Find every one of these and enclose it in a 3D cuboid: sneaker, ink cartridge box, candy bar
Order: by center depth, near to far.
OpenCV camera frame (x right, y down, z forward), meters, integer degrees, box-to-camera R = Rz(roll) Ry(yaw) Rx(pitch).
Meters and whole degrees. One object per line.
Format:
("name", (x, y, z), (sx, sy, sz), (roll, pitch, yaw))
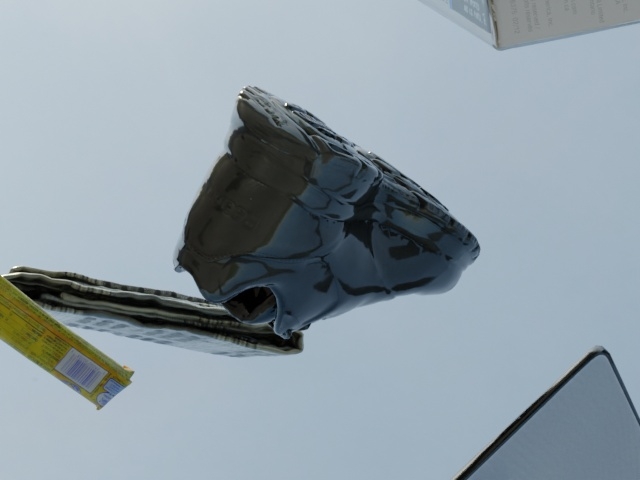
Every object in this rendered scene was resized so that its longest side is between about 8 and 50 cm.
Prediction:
("ink cartridge box", (0.163, -0.159, 0.834), (0.208, 0.206, 0.045), (-10, -71, -9))
("sneaker", (0.000, 0.000, 0.932), (0.109, 0.286, 0.130), (38, -83, 32))
("candy bar", (-0.184, 0.065, 0.991), (0.040, 0.161, 0.018), (-48, -142, 0))

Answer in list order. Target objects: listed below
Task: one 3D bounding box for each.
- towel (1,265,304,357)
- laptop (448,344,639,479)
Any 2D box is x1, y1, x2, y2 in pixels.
("towel", (-0.188, 0.071, 1.550), (0.312, 0.324, 0.056), (12, -97, -14))
("laptop", (0.168, 0.346, 0.833), (0.408, 0.382, 0.236), (-39, -153, -22))
